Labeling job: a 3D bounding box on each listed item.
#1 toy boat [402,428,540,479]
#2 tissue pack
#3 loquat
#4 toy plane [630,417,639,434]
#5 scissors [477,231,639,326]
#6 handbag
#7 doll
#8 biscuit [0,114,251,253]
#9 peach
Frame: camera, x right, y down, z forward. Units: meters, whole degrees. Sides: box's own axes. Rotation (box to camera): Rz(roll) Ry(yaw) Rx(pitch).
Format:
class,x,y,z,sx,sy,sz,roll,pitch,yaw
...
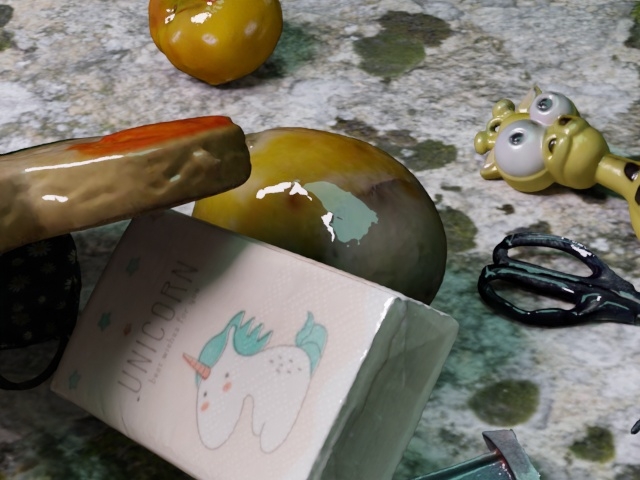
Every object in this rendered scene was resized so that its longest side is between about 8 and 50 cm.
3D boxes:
class,x,y,z,sx,sy,sz,roll,pitch,yaw
toy boat,0.097,0.185,1.116,0.122,0.034,0.096,-18,39,-9
tissue pack,-0.059,0.083,1.076,0.071,0.170,0.325,27,-5,-38
loquat,0.000,0.000,1.241,0.227,0.179,0.179,24,42,34
toy plane,0.284,0.159,1.116,0.160,0.082,0.234,34,62,24
scissors,0.280,0.058,1.287,0.300,0.022,0.109,15,43,20
handbag,-0.248,0.067,1.252,0.115,0.072,0.139,-8,50,-9
doll,0.265,-0.064,1.400,0.291,0.086,0.117,28,74,35
biscuit,-0.274,-0.030,1.156,0.368,0.076,0.394,-16,7,-22
peach,-0.105,-0.230,1.596,0.138,0.138,0.138,0,36,0
